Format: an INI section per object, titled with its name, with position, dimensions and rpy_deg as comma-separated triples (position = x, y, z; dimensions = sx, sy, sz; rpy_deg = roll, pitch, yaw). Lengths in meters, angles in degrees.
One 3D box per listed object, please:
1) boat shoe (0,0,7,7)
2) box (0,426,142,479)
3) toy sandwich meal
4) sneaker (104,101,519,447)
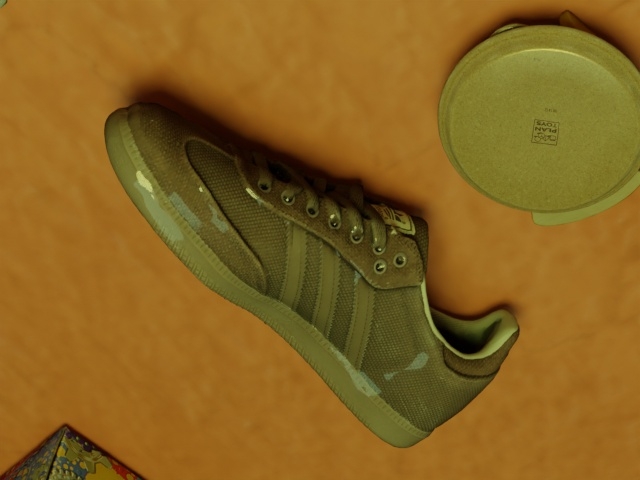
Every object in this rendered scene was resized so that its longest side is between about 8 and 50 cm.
[boat shoe]
position = -0.114, -0.112, 0.558
dimensions = 0.227, 0.079, 0.081
rpy_deg = -23, 117, 18
[box]
position = -0.116, 0.288, 0.801
dimensions = 0.279, 0.177, 0.290
rpy_deg = 39, 122, -21
[toy sandwich meal]
position = 0.084, -0.045, 0.620
dimensions = 0.085, 0.029, 0.085
rpy_deg = 5, 125, 7
[sneaker]
position = 0.000, 0.000, 0.652
dimensions = 0.071, 0.066, 0.188
rpy_deg = -39, 121, 11
